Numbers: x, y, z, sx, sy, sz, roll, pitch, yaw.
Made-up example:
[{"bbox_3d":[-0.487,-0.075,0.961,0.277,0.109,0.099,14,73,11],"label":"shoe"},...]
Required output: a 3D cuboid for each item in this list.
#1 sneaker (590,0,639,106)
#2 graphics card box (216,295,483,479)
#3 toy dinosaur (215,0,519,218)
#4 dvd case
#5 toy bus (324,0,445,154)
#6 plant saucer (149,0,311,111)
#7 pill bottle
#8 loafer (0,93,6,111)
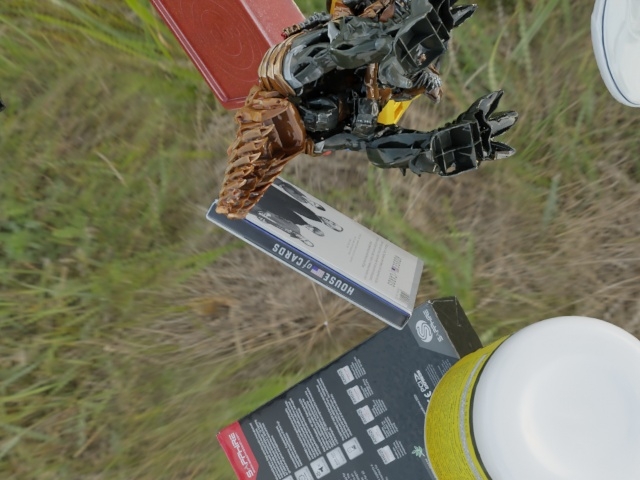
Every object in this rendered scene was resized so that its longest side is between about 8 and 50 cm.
[{"bbox_3d":[0.335,-0.254,1.516,0.094,0.091,0.258,-9,113,-15],"label":"sneaker"},{"bbox_3d":[0.067,0.257,1.908,0.371,0.094,0.233,-35,75,27],"label":"graphics card box"},{"bbox_3d":[0.026,-0.116,1.192,0.218,0.164,0.322,3,59,38],"label":"toy dinosaur"},{"bbox_3d":[0.000,0.000,1.636,0.239,0.179,0.029,31,109,-2],"label":"dvd case"},{"bbox_3d":[0.053,-0.217,1.912,0.149,0.220,0.211,24,69,13],"label":"toy bus"},{"bbox_3d":[-0.111,-0.260,1.825,0.048,0.258,0.259,-44,111,-24],"label":"plant saucer"},{"bbox_3d":[0.207,0.186,1.480,0.188,0.334,0.188,2,79,-9],"label":"pill bottle"},{"bbox_3d":[-0.447,-0.184,1.934,0.076,0.078,0.223,-18,64,31],"label":"loafer"}]
